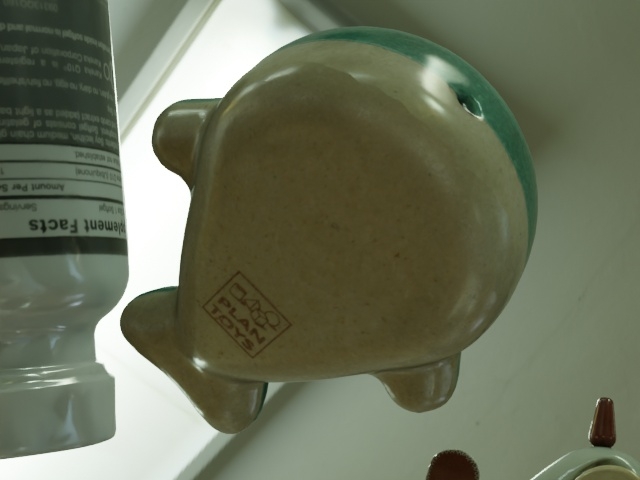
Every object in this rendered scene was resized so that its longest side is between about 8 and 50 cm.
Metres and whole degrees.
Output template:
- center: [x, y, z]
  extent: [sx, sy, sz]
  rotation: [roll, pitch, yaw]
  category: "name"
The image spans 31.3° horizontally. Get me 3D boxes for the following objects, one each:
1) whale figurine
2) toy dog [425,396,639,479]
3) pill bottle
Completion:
- center: [0.000, 0.000, 0.625]
  extent: [0.216, 0.141, 0.272]
  rotation: [44, -50, -1]
  category: "whale figurine"
- center: [0.186, 0.250, 1.115]
  extent: [0.333, 0.161, 0.220]
  rotation: [-5, -25, 0]
  category: "toy dog"
- center: [-0.236, -0.044, 0.752]
  extent: [0.210, 0.210, 0.363]
  rotation: [-6, -93, 19]
  category: "pill bottle"
